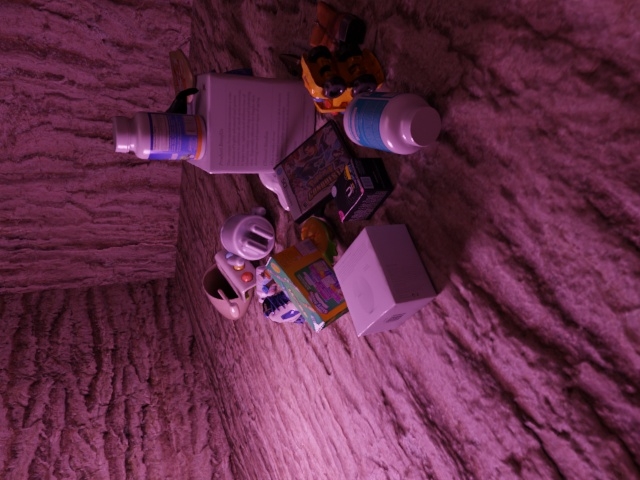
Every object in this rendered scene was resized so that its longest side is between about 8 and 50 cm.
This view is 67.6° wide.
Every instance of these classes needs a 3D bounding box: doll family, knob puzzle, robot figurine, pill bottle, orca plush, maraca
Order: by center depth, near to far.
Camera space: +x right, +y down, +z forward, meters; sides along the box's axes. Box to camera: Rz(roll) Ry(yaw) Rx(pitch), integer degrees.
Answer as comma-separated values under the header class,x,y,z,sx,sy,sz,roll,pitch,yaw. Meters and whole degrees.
class,x,y,z,sx,sy,sz,roll,pitch,yaw
pill bottle,0.180,-0.297,1.203,0.264,0.146,0.146,33,123,57
pill bottle,-0.524,-0.340,1.557,0.152,0.272,0.152,15,107,61
maraca,0.000,0.000,1.653,0.185,0.099,0.127,52,140,28
knob puzzle,-0.478,-0.579,1.698,0.213,0.030,0.213,32,131,47
orca plush,-0.488,-0.450,1.700,0.287,0.102,0.151,-28,34,48
doll family,-0.163,0.100,1.927,0.118,0.163,0.263,51,148,1
pill bottle,-0.247,0.198,2.167,0.087,0.087,0.160,19,112,60
robot figurine,-0.336,-0.020,2.179,0.354,0.200,0.299,13,74,62

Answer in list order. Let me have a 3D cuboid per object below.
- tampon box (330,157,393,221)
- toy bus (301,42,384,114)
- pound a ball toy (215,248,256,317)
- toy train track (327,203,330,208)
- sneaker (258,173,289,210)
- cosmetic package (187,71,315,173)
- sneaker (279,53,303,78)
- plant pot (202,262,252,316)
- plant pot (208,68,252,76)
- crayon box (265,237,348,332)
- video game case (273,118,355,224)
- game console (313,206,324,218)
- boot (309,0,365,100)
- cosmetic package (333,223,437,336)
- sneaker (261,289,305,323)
class,x,y,z,sx,sy,sz,roll,pitch,yaw
tampon box,0.117,-0.148,1.396,0.161,0.102,0.120,-54,47,52
toy bus,0.041,-0.440,1.384,0.149,0.221,0.211,69,155,19
pound a ball toy,-0.404,0.180,2.266,0.319,0.208,0.135,47,151,33
toy train track,0.029,-0.152,1.663,0.048,0.014,0.083,23,120,52
sneaker,-0.154,-0.225,1.899,0.212,0.080,0.094,49,132,2
cosmetic package,-0.263,-0.430,1.767,0.327,0.394,0.328,30,120,58
sneaker,-0.109,-0.654,1.788,0.188,0.066,0.071,45,134,52
plant pot,-0.454,0.278,2.449,0.273,0.257,0.256,93,156,-49
plant pot,-0.445,-0.663,2.277,0.236,0.212,0.235,-31,66,59
crayon box,-0.028,0.140,1.556,0.278,0.165,0.081,50,141,15
video game case,-0.018,-0.226,1.572,0.275,0.035,0.248,-37,56,22
game console,-0.012,-0.157,1.742,0.107,0.071,0.122,22,119,27
boot,0.015,-0.606,1.528,0.280,0.096,0.263,52,138,48
cosmetic package,0.166,0.108,1.304,0.224,0.138,0.224,-55,48,51
sneaker,-0.124,0.232,1.833,0.127,0.183,0.315,63,145,34
